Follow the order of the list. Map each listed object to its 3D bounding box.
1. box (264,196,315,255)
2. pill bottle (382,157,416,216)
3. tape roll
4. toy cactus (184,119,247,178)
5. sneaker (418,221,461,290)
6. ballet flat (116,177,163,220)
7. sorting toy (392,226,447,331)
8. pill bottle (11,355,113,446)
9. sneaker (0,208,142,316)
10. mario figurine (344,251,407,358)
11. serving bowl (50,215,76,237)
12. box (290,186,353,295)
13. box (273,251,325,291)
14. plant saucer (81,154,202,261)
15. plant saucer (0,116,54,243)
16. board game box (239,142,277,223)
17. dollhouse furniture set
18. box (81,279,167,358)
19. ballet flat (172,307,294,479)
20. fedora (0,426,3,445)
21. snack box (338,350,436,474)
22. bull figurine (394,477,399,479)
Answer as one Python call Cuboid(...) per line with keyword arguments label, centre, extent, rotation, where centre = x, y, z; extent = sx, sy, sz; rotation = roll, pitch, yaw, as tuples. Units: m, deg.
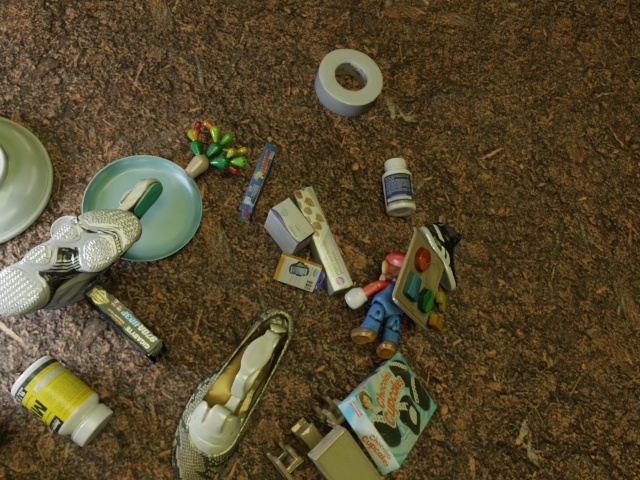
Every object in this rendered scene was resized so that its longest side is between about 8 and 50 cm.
Cuboid(label="box", centre=(-0.089, -0.033, 1.508), extent=(0.072, 0.137, 0.126), rotation=(-35, 82, -22))
Cuboid(label="pill bottle", centre=(0.242, -0.167, 1.658), extent=(0.094, 0.094, 0.169), rotation=(0, 71, -13))
Cuboid(label="tape roll", centre=(0.093, -0.524, 1.763), extent=(0.219, 0.072, 0.219), rotation=(4, 69, -11))
Cuboid(label="toy cactus", centre=(-0.324, -0.248, 1.548), extent=(0.219, 0.112, 0.180), rotation=(36, 66, 8))
Cuboid(label="sneaker", centre=(0.396, 0.038, 1.630), extent=(0.121, 0.079, 0.217), rotation=(-19, 76, -20))
Cuboid(label="ballet flat", centre=(-0.518, -0.070, 1.416), extent=(0.086, 0.086, 0.248), rotation=(33, 65, 0))
Cuboid(label="sorting toy", centre=(0.303, 0.131, 1.485), extent=(0.307, 0.041, 0.229), rotation=(43, 58, -45))
Cuboid(label="pill bottle", centre=(-0.602, 0.379, 1.250), extent=(0.208, 0.119, 0.119), rotation=(38, 67, 2))
Cuboid(label="sneaker", centre=(-0.590, 0.052, 1.293), extent=(0.366, 0.210, 0.137), rotation=(-34, 89, -9))
Cuboid(label="mario figurine", centre=(0.191, 0.174, 1.510), extent=(0.198, 0.170, 0.320), rotation=(55, 48, -36))
Cuboid(label="serving bowl", centre=(-0.675, -0.023, 1.425), extent=(0.083, 0.027, 0.083), rotation=(4, 70, -12))
Cuboid(label="box", centre=(0.000, 0.000, 1.558), extent=(0.063, 0.067, 0.324), rotation=(-18, 75, -18))
Cuboid(label="box", centre=(-0.058, 0.092, 1.507), extent=(0.136, 0.028, 0.081), rotation=(19, 111, -8))
Cuboid(label="plant saucer", centre=(-0.492, -0.088, 1.485), extent=(0.317, 0.044, 0.318), rotation=(4, 71, -12))
Cuboid(label="plant saucer", centre=(-0.921, -0.174, 1.383), extent=(0.400, 0.100, 0.400), rotation=(4, 71, -12))
Cuboid(label="board game box", centre=(-0.181, -0.163, 1.534), extent=(0.035, 0.136, 0.201), rotation=(20, 68, -5))
Cuboid(label="dollhouse furniture set", centre=(0.017, 0.522, 1.290), extent=(0.212, 0.242, 0.161), rotation=(-38, 101, -22))
Cuboid(label="box", centre=(-0.478, 0.205, 1.311), extent=(0.220, 0.175, 0.051), rotation=(41, 67, 3))
Cuboid(label="ballet flat", centre=(-0.212, 0.367, 1.313), extent=(0.164, 0.182, 0.483), rotation=(32, 67, -2))
Cuboid(label="fedora", centre=(-0.864, 0.382, 1.143), extent=(0.334, 0.334, 0.152), rotation=(-5, 42, -15))
Cuboid(label="snack box", centre=(0.180, 0.422, 1.349), extent=(0.187, 0.060, 0.322), rotation=(55, 27, 9))
Cuboid(label="bull figurine", centre=(0.125, 0.682, 1.325), extent=(0.188, 0.101, 0.310), rotation=(3, 70, -14))
